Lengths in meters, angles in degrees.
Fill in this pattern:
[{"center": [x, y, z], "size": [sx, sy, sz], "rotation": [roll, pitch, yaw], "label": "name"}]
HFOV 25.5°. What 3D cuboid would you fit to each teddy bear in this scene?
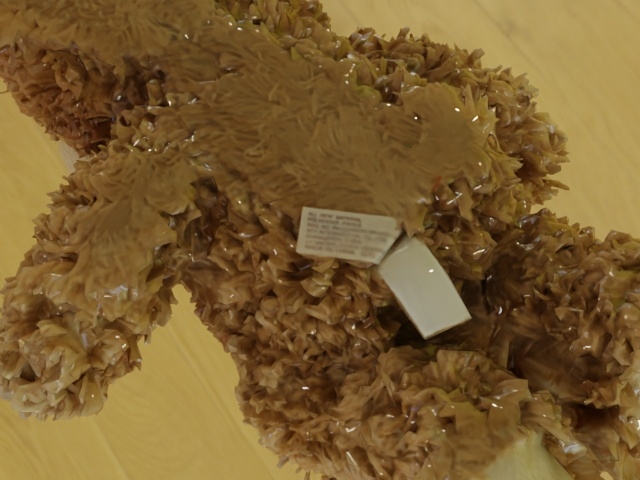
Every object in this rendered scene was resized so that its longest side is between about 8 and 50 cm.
[{"center": [0.000, 0.000, 0.527], "size": [0.338, 0.113, 0.245], "rotation": [28, 60, 8], "label": "teddy bear"}]
